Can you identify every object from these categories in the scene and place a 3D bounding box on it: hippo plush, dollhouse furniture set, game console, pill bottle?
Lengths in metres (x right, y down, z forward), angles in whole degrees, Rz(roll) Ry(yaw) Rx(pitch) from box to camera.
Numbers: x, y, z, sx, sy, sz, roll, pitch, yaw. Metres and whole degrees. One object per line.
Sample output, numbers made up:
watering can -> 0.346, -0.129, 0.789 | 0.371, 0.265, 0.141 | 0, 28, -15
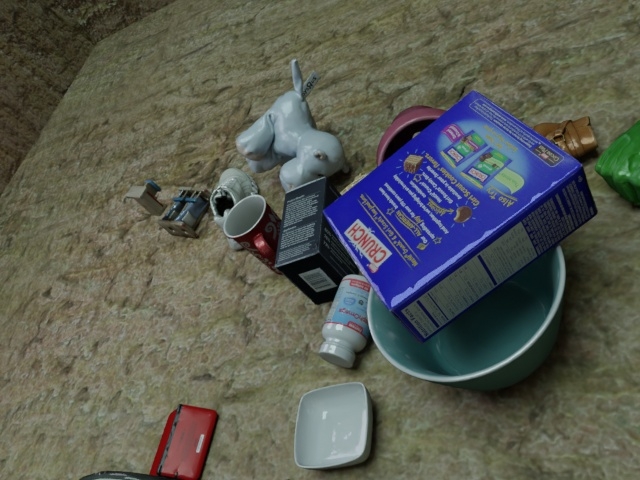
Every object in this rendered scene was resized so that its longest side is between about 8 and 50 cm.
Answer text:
hippo plush -> -0.030, -0.228, 1.518 | 0.236, 0.234, 0.294 | 47, 107, 21
dollhouse furniture set -> -0.400, -0.113, 1.690 | 0.129, 0.184, 0.129 | 7, 60, 42
game console -> -0.279, 0.416, 1.256 | 0.124, 0.085, 0.144 | 8, 56, 7
pill bottle -> 0.055, 0.151, 1.158 | 0.087, 0.087, 0.160 | -1, 56, 39

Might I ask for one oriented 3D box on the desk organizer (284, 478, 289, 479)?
desk organizer -> -0.054, 0.455, 1.006 | 0.047, 0.050, 0.130 | -12, 21, -14

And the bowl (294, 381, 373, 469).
bowl -> 0.029, 0.322, 1.055 | 0.142, 0.053, 0.142 | -19, 45, 27

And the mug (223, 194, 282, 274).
mug -> -0.121, 0.008, 1.366 | 0.113, 0.169, 0.150 | -18, 46, 26

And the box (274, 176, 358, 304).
box -> 0.000, 0.000, 1.288 | 0.108, 0.153, 0.207 | -19, 44, 27

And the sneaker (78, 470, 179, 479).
sneaker -> -0.424, 0.588, 1.140 | 0.447, 0.169, 0.258 | -27, 50, 30

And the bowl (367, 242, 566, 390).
bowl -> 0.248, 0.109, 0.978 | 0.311, 0.163, 0.312 | -22, 44, 24

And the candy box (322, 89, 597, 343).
candy box -> 0.194, -0.043, 0.937 | 0.317, 0.122, 0.268 | -37, 41, 5

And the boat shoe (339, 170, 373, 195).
boat shoe -> 0.096, -0.122, 1.385 | 0.170, 0.063, 0.059 | -37, 46, 9

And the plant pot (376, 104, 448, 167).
plant pot -> 0.210, -0.187, 1.264 | 0.201, 0.201, 0.180 | -29, 26, 16

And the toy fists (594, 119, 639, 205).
toy fists -> 0.565, -0.100, 0.959 | 0.142, 0.096, 0.279 | -40, 37, -12

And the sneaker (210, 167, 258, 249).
sneaker -> -0.230, -0.110, 1.603 | 0.110, 0.118, 0.292 | -33, 39, 14

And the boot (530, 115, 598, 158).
boot -> 0.428, -0.149, 1.133 | 0.152, 0.073, 0.197 | -12, 51, 26
